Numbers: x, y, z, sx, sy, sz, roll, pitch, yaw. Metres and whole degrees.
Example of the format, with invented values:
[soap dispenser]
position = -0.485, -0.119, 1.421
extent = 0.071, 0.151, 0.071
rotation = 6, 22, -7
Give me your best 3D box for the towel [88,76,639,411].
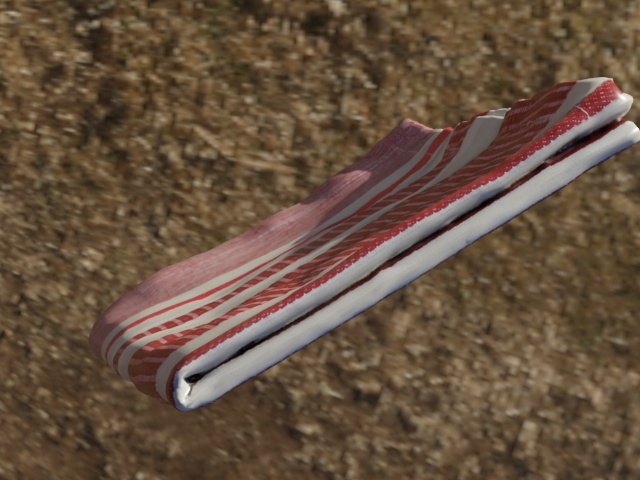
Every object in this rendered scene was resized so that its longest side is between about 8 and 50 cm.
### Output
[towel]
position = 0.000, 0.000, 0.814
extent = 0.237, 0.329, 0.037
rotation = -32, 96, -11
